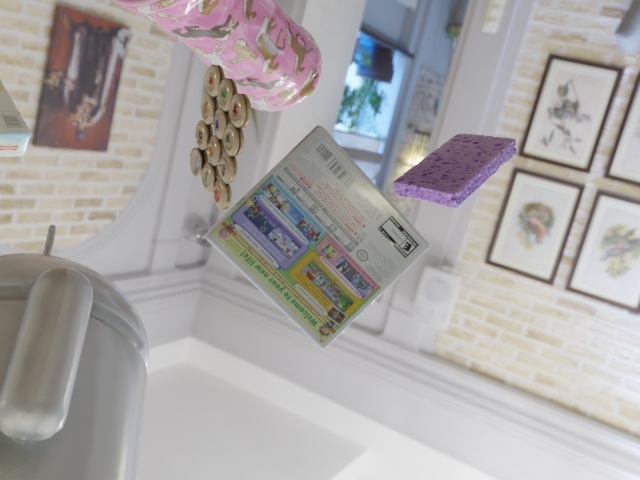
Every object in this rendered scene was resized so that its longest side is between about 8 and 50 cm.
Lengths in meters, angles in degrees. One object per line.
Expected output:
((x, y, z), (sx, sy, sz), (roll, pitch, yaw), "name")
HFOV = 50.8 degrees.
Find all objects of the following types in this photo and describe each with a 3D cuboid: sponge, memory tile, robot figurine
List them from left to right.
((-0.242, 0.152, 0.530), (0.200, 0.300, 0.353), (20, -141, -27), "robot figurine")
((-0.119, -0.119, 0.782), (0.012, 0.148, 0.113), (-6, -139, -31), "memory tile")
((0.225, -0.120, 1.114), (0.117, 0.031, 0.210), (14, -141, 39), "sponge")

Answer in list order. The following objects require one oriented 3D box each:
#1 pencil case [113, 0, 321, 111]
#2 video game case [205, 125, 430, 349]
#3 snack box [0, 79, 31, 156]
((-0.136, -0.312, 0.936), (0.167, 0.160, 0.386), (0, 171, 22), "pencil case")
((0.000, 0.000, 0.836), (0.212, 0.193, 0.023), (46, 180, -17), "video game case")
((-0.648, -0.270, 1.138), (0.187, 0.060, 0.322), (-9, -125, -48), "snack box")
